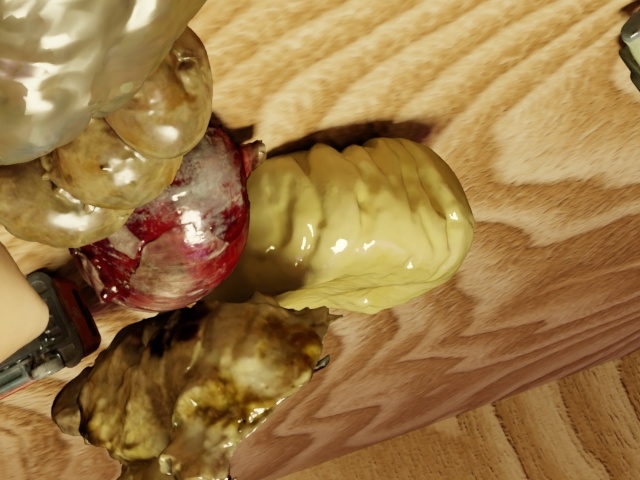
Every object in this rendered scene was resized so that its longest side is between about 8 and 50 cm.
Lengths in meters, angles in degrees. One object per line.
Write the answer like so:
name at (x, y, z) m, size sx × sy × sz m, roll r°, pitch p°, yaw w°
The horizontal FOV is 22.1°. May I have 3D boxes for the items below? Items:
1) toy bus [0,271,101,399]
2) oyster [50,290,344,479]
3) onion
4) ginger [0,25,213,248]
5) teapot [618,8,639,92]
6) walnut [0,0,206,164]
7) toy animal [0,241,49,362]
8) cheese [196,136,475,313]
toy bus at (-0.259, 0.091, 1.300) m, size 0.174 × 0.079 × 0.077 m, roll -27°, pitch 175°, yaw 18°
oyster at (-0.103, 0.114, 1.260) m, size 0.197 × 0.133 × 0.337 m, roll -29°, pitch -177°, yaw -24°
onion at (-0.098, -0.008, 1.129) m, size 0.151 × 0.098 × 0.206 m, roll -18°, pitch 165°, yaw -15°
ginger at (-0.122, -0.057, 0.941) m, size 0.104 × 0.080 × 0.204 m, roll -4°, pitch 160°, yaw -39°
teapot at (0.294, -0.150, 1.284) m, size 0.108 × 0.149 × 0.111 m, roll -40°, pitch -158°, yaw 8°
walnut at (-0.115, -0.123, 0.532) m, size 0.178 × 0.178 × 0.230 m, roll -18°, pitch 156°, yaw -22°
toy animal at (-0.309, 0.114, 0.922) m, size 0.277 × 0.247 × 0.345 m, roll -27°, pitch 166°, yaw 10°
cheese at (0.000, 0.000, 1.295) m, size 0.214 × 0.117 × 0.226 m, roll -2°, pitch 160°, yaw -42°
